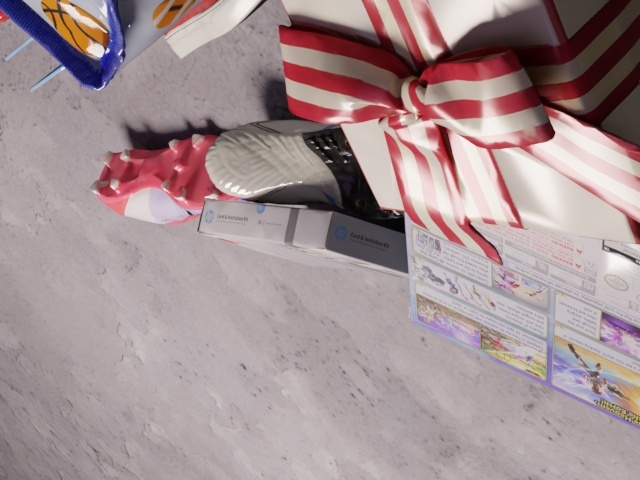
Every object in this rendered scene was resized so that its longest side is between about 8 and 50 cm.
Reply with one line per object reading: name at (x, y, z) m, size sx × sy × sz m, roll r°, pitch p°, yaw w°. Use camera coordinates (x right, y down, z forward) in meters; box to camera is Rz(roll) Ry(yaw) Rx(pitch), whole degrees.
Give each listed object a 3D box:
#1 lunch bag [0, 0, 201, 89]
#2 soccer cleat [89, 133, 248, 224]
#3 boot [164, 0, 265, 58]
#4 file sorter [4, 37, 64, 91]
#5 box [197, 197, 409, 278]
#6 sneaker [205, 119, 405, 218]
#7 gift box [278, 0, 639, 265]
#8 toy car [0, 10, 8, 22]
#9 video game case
lunch bag at (-0.168, -0.347, 1.119) m, size 0.385 × 0.328 × 0.239 m, roll 41°, pitch 153°, yaw 6°
soccer cleat at (-0.134, -0.055, 1.718) m, size 0.248 × 0.083 × 0.095 m, roll 0°, pitch 157°, yaw 47°
boot at (-0.114, -0.258, 1.410) m, size 0.176 × 0.088 × 0.244 m, roll 54°, pitch 154°, yaw -11°
file sorter at (-0.278, -0.243, 1.622) m, size 0.170 × 0.104 × 0.118 m, roll 52°, pitch 151°, yaw -11°
box at (0.000, 0.000, 1.551) m, size 0.145 × 0.038 × 0.186 m, roll 17°, pitch 172°, yaw -40°
sneaker at (0.008, -0.069, 1.513) m, size 0.237 × 0.086 × 0.085 m, roll 8°, pitch 107°, yaw 32°
gift box at (0.142, -0.134, 1.047) m, size 0.255 × 0.258 × 0.276 m, roll 5°, pitch 130°, yaw 51°
toy car at (-0.269, -0.249, 1.468) m, size 0.159 × 0.136 × 0.182 m, roll 63°, pitch 172°, yaw 7°
video game case at (0.193, 0.024, 1.365) m, size 0.269 × 0.061 × 0.244 m, roll 25°, pitch 144°, yaw 25°
